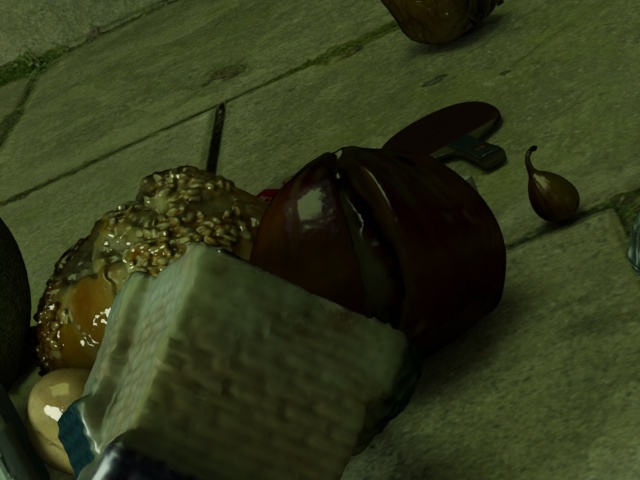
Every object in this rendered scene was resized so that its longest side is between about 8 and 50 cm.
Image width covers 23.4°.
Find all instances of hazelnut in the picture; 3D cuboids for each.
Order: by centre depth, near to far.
[{"bbox_3d":[0.050,0.015,1.444,0.251,0.217,0.217,-12,15,-22],"label":"hazelnut"}]

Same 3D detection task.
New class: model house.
[{"bbox_3d":[-0.098,0.184,1.257,0.284,0.243,0.298,-65,8,-20],"label":"model house"}]

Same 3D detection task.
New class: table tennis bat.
[{"bbox_3d":[0.163,-0.124,1.914,0.154,0.021,0.274,-30,19,-8],"label":"table tennis bat"}]

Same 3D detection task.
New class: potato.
[{"bbox_3d":[-0.232,0.178,1.519,0.112,0.147,0.112,-8,60,14],"label":"potato"}]

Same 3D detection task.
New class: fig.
[{"bbox_3d":[0.232,-0.057,1.588,0.050,0.083,0.050,-29,-1,0],"label":"fig"}]

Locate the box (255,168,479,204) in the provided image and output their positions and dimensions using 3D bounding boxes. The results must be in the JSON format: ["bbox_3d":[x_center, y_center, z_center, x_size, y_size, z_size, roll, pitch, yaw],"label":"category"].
[{"bbox_3d":[0.000,0.000,1.757,0.214,0.069,0.353,-38,25,-28],"label":"box"}]

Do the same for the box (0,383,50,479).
[{"bbox_3d":[-0.383,0.240,1.521,0.227,0.162,0.130,-24,11,9],"label":"box"}]

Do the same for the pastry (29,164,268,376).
[{"bbox_3d":[-0.188,0.042,1.661,0.311,0.162,0.255,-30,36,29],"label":"pastry"}]

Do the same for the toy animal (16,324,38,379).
[{"bbox_3d":[-0.375,0.142,1.895,0.105,0.070,0.202,12,37,43],"label":"toy animal"}]

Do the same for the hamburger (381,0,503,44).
[{"bbox_3d":[0.160,-0.375,2.274,0.183,0.206,0.130,-6,48,45],"label":"hamburger"}]

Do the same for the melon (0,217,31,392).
[{"bbox_3d":[-0.432,0.078,1.644,0.248,0.329,0.248,3,44,-3],"label":"melon"}]

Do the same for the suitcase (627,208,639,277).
[{"bbox_3d":[0.352,-0.060,1.167,0.128,0.202,0.312,1,57,42],"label":"suitcase"}]
